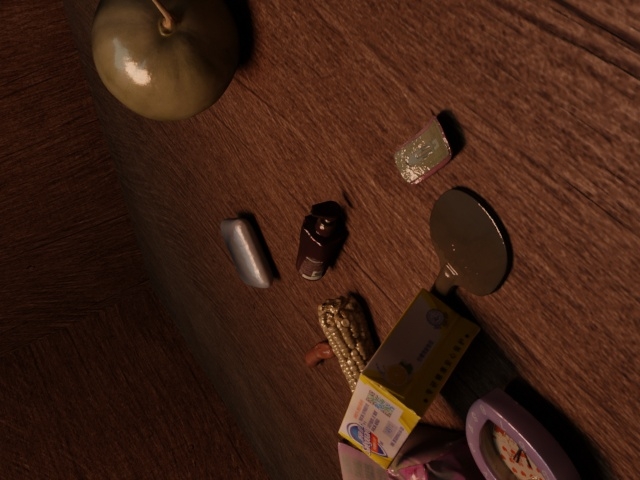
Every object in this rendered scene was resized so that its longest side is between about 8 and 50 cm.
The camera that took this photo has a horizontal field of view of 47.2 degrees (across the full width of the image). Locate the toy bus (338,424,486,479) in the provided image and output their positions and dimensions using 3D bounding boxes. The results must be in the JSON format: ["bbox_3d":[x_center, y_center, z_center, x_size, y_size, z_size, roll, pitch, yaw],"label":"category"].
[{"bbox_3d":[0.158,0.405,1.228,0.162,0.171,0.386,67,159,1],"label":"toy bus"}]

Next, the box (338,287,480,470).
[{"bbox_3d":[0.120,0.208,1.062,0.097,0.168,0.265,33,153,13],"label":"box"}]

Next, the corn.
[{"bbox_3d":[0.064,0.196,1.340,0.087,0.087,0.210,18,136,63],"label":"corn"}]

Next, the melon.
[{"bbox_3d":[-0.264,-0.334,1.258,0.308,0.272,0.271,-129,21,-62],"label":"melon"}]

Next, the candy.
[{"bbox_3d":[-0.172,0.027,1.715,0.138,0.071,0.174,4,119,66],"label":"candy"}]

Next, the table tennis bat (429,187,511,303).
[{"bbox_3d":[0.177,0.024,0.942,0.131,0.022,0.234,54,155,22],"label":"table tennis bat"}]

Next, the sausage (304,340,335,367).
[{"bbox_3d":[-0.003,0.250,1.616,0.043,0.043,0.186,61,159,8],"label":"sausage"}]

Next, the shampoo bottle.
[{"bbox_3d":[-0.002,-0.001,1.272,0.067,0.068,0.236,59,159,18],"label":"shampoo bottle"}]

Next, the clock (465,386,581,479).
[{"bbox_3d":[0.262,0.266,0.952,0.172,0.064,0.198,65,160,-4],"label":"clock"}]

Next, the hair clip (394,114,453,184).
[{"bbox_3d":[0.128,-0.109,0.894,0.054,0.022,0.137,63,160,6],"label":"hair clip"}]
